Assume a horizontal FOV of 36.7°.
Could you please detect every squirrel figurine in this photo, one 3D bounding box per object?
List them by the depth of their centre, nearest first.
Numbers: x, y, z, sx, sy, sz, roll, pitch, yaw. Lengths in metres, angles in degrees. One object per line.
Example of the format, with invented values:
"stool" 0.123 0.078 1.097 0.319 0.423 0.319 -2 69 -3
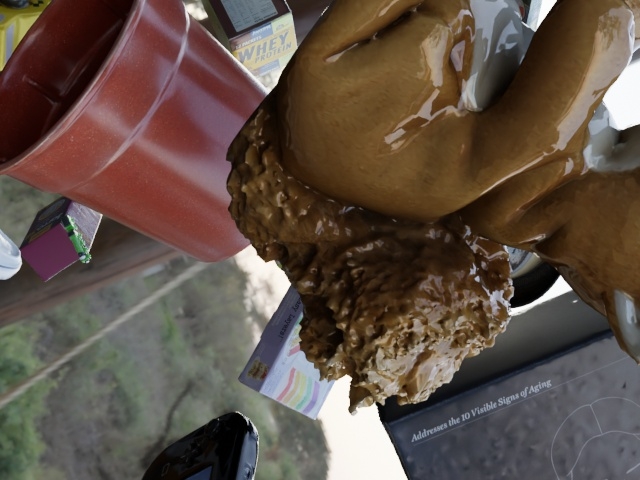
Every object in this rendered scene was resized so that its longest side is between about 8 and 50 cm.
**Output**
"squirrel figurine" 0.132 -0.043 0.794 0.370 0.397 0.281 39 26 -6

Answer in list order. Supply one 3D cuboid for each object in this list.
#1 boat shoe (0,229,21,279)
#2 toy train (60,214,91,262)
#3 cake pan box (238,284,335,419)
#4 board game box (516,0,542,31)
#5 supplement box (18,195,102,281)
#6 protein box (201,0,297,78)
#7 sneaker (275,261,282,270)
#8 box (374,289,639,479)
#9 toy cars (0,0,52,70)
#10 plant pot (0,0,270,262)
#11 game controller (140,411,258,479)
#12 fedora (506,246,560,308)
"boat shoe" -0.486 -0.034 1.320 0.095 0.084 0.258 57 6 38
"toy train" -0.372 -0.003 1.467 0.083 0.017 0.023 60 1 20
"cake pan box" -0.027 0.219 2.009 0.070 0.266 0.246 23 -12 33
"board game box" 0.162 -0.269 0.965 0.136 0.030 0.259 42 -11 18
"supplement box" -0.492 -0.016 1.838 0.080 0.104 0.188 54 11 -22
"protein box" -0.151 -0.463 1.951 0.200 0.136 0.201 79 -15 -74
"sneaker" 0.000 0.000 1.670 0.097 0.235 0.084 54 35 -34
"box" 0.400 0.393 1.721 0.297 0.480 0.471 -106 173 -79
"toy cars" -0.359 -0.199 1.229 0.394 0.176 0.087 37 23 -51
"plant pot" -0.174 -0.121 1.029 0.265 0.272 0.272 35 15 -35
"game controller" -0.143 0.308 0.915 0.067 0.167 0.319 51 28 -28
"fedora" 0.183 -0.041 1.315 0.334 0.153 0.333 26 -58 52
